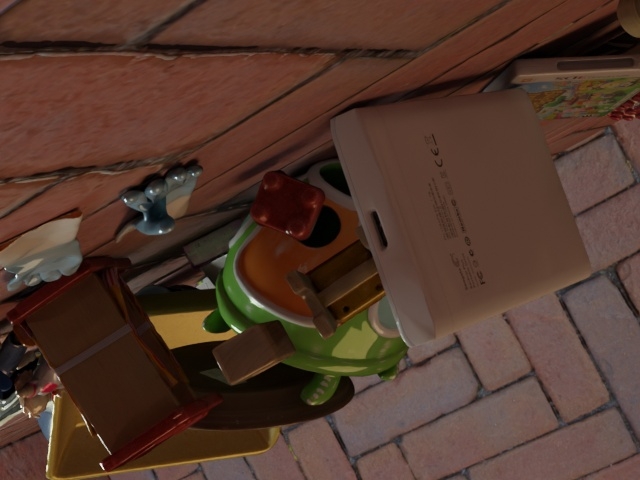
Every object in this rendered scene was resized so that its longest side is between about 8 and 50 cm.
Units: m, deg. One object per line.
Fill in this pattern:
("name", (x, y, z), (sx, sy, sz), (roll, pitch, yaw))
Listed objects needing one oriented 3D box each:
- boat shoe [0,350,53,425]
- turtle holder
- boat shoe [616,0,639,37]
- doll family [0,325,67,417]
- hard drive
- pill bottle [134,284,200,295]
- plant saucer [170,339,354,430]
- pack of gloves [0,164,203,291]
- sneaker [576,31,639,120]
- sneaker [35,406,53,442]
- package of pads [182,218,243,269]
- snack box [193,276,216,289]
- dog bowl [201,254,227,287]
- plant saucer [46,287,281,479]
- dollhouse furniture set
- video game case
("boat shoe", (-0.473, 0.221, 1.980), (0.233, 0.084, 0.079), (-22, 141, 25))
("turtle holder", (0.037, 0.031, 1.566), (0.320, 0.243, 0.227), (2, 119, -38))
("boat shoe", (0.430, -0.271, 1.465), (0.094, 0.109, 0.302), (-10, 179, 43))
("doll family", (-0.382, 0.158, 1.511), (0.163, 0.118, 0.263), (-49, 170, 26))
("hard drive", (0.158, -0.037, 1.401), (0.047, 0.233, 0.353), (-22, 176, 36))
("pill bottle", (-0.182, 0.132, 1.929), (0.123, 0.122, 0.219), (-29, 153, 20))
("plant saucer", (-0.097, 0.167, 1.607), (0.278, 0.041, 0.278), (0, -168, 0))
("pack of gloves", (-0.191, 0.004, 1.199), (0.195, 0.046, 0.232), (-27, 175, -13))
("sneaker", (0.433, -0.240, 1.710), (0.121, 0.112, 0.299), (31, 148, -35))
("sneaker", (-0.356, 0.187, 2.021), (0.112, 0.131, 0.319), (-18, 147, -56))
("package of pads", (-0.127, 0.004, 1.652), (0.083, 0.032, 0.050), (-27, 173, -6))
("snack box", (-0.123, 0.050, 2.162), (0.141, 0.037, 0.100), (-24, 176, -39))
("dog bowl", (0.000, 0.000, 1.917), (0.349, 0.102, 0.349), (-26, 176, -2))
("plant saucer", (-0.200, 0.176, 1.798), (0.333, 0.081, 0.332), (-4, 136, -21))
("dollhouse furniture set", (-0.112, 0.062, 1.404), (0.374, 0.201, 0.152), (-33, 175, 6))
("video game case", (0.294, -0.182, 1.618), (0.193, 0.023, 0.212), (-4, 171, -11))
